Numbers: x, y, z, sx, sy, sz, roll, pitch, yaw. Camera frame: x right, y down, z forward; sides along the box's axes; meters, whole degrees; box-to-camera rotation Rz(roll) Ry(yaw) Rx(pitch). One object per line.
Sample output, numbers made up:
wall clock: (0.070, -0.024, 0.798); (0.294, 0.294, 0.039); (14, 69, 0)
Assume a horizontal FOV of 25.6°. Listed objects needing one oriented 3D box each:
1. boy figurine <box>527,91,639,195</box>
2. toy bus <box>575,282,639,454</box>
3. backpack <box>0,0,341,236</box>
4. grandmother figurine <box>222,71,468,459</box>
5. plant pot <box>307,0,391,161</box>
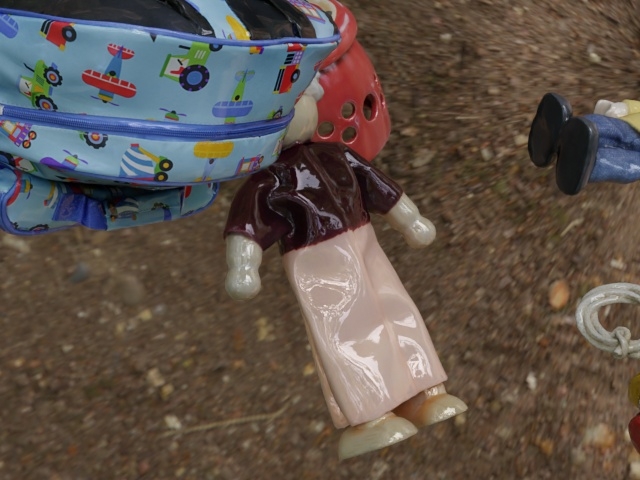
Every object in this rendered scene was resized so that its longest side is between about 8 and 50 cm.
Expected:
boy figurine: (0.361, -0.095, 1.439); (0.285, 0.177, 0.092); (-3, 124, -23)
toy bus: (0.203, 0.067, 0.564); (0.202, 0.191, 0.104); (4, 140, 10)
backpack: (-0.085, -0.063, 0.576); (0.173, 0.158, 0.117); (15, 105, 30)
grandmother figurine: (0.000, 0.000, 1.148); (0.104, 0.207, 0.343); (-24, 85, 42)
plant pot: (-0.024, -0.183, 1.678); (0.191, 0.191, 0.174); (-4, 131, 15)
